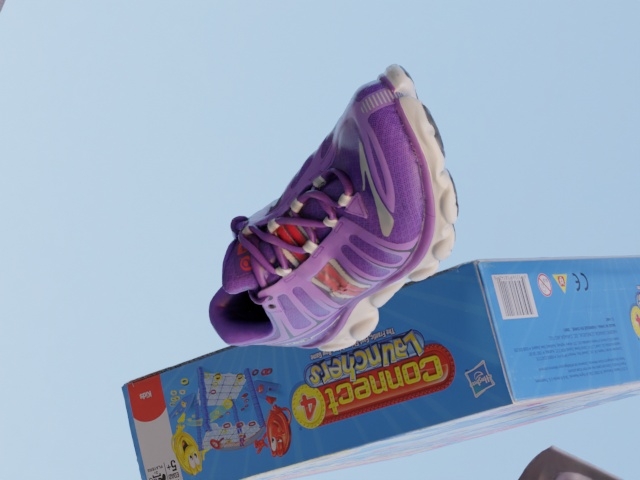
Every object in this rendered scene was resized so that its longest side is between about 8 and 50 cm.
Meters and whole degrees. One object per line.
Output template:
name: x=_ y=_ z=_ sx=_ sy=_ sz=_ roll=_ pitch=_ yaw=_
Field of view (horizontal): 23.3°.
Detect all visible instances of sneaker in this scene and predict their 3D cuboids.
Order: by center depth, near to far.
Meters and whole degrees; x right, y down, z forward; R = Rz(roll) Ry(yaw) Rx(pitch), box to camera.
sneaker: x=0.000 y=0.000 z=0.605 sx=0.068 sy=0.071 sz=0.170 roll=67 pitch=-30 yaw=26

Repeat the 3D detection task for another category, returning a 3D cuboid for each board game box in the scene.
board game box: x=0.080 y=0.092 z=1.064 sx=0.302 sy=0.308 sz=0.086 roll=-22 pitch=-103 yaw=37

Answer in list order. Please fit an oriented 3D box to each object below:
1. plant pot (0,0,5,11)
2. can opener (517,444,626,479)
plant pot: x=-0.339 y=-0.213 z=1.064 sx=0.237 sy=0.110 sz=0.237 roll=8 pitch=-69 yaw=20
can opener: x=0.279 y=0.244 z=1.194 sx=0.283 sy=0.095 sz=0.076 roll=24 pitch=-87 yaw=25
